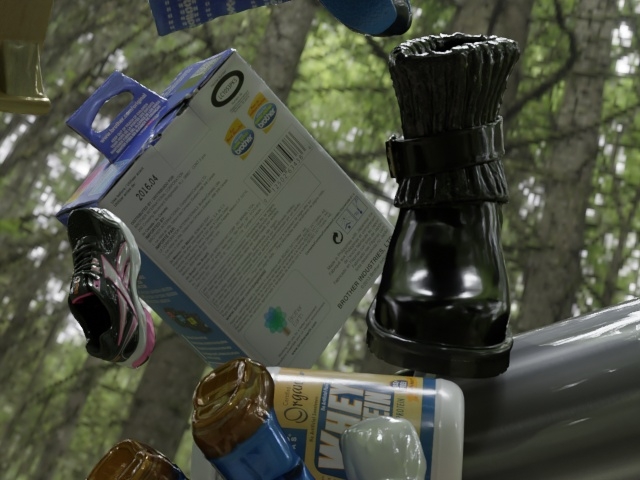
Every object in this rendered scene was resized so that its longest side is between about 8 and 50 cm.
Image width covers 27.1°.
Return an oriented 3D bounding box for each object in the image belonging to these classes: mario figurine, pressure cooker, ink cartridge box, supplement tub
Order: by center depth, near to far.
[{"bbox_3d":[-0.008,0.230,0.850,0.198,0.170,0.320,-26,-72,32],"label":"mario figurine"},{"bbox_3d":[0.008,0.173,1.030,0.199,0.144,0.144,3,-40,4],"label":"supplement tub"},{"bbox_3d":[0.214,0.272,1.287,0.420,0.375,0.370,-18,-76,13],"label":"pressure cooker"},{"bbox_3d":[-0.123,-0.038,1.608,0.395,0.270,0.151,48,-27,-20],"label":"ink cartridge box"}]

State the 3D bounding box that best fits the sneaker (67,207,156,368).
[{"bbox_3d":[-0.225,0.043,1.358,0.072,0.178,0.077,-33,-22,24],"label":"sneaker"}]

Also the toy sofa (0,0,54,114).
[{"bbox_3d":[-0.318,-0.315,1.270,0.150,0.177,0.362,1,-60,-39],"label":"toy sofa"}]

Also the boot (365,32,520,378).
[{"bbox_3d":[0.116,-0.046,1.219,0.131,0.348,0.260,4,-70,2],"label":"boot"}]

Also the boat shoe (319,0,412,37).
[{"bbox_3d":[0.001,-0.290,1.274,0.109,0.258,0.089,-31,-19,23],"label":"boat shoe"}]

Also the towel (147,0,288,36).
[{"bbox_3d":[0.013,-0.279,1.044,0.336,0.040,0.243,-14,-32,-5],"label":"towel"}]
